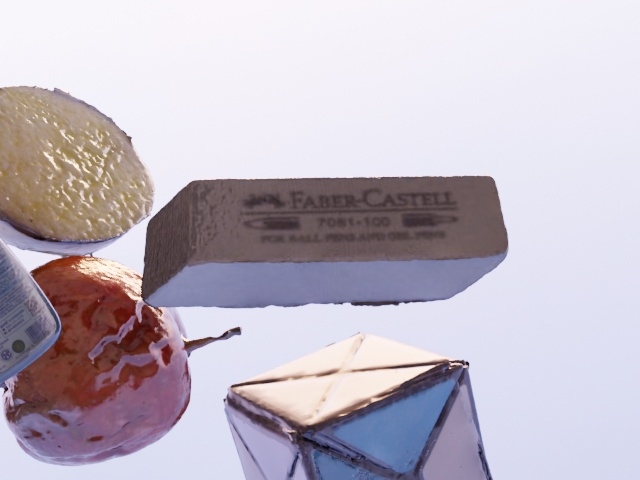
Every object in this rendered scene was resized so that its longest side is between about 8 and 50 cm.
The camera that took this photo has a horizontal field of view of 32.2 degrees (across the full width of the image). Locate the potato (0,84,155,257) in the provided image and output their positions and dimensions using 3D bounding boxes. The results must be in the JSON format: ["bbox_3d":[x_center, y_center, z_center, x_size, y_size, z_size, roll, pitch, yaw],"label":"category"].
[{"bbox_3d":[-0.351,-0.075,1.376,0.116,0.239,0.299,-33,177,29],"label":"potato"}]

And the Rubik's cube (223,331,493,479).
[{"bbox_3d":[0.061,0.346,1.732,0.305,0.306,0.310,-20,-166,-28],"label":"Rubik's cube"}]

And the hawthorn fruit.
[{"bbox_3d":[-0.219,0.130,1.222,0.272,0.241,0.242,-8,-146,-13],"label":"hawthorn fruit"}]

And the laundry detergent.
[{"bbox_3d":[-0.312,0.022,0.959,0.097,0.206,0.061,-36,-161,-23],"label":"laundry detergent"}]

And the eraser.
[{"bbox_3d":[0.000,0.000,1.084,0.353,0.077,0.111,-1,-127,-3],"label":"eraser"}]
